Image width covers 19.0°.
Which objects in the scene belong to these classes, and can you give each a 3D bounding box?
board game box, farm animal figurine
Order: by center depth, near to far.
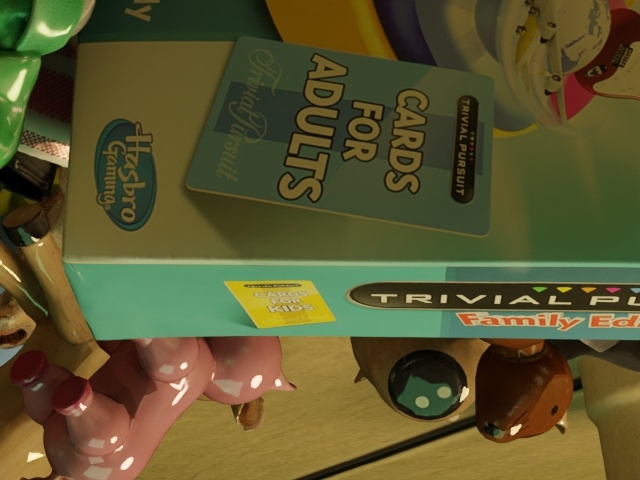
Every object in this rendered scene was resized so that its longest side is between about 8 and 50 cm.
[{"bbox_3d":[0.094,-0.097,0.629,0.336,0.253,0.079,0,159,2],"label":"board game box"},{"bbox_3d":[0.000,0.000,0.818,0.330,0.326,0.172,-13,132,27],"label":"farm animal figurine"}]

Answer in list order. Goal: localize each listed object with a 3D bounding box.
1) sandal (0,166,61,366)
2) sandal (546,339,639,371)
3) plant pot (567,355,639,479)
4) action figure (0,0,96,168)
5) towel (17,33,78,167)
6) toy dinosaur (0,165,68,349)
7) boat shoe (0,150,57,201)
[{"bbox_3d":[-0.207,0.027,1.269,0.317,0.138,0.126,-4,160,10],"label":"sandal"},{"bbox_3d":[0.192,0.046,1.388,0.054,0.097,0.254,-13,168,42],"label":"sandal"},{"bbox_3d":[0.377,0.237,1.625,0.334,0.305,0.334,1,164,0],"label":"plant pot"},{"bbox_3d":[-0.100,-0.129,0.576,0.137,0.232,0.063,-3,163,16],"label":"action figure"},{"bbox_3d":[-0.115,-0.121,0.662,0.029,0.197,0.144,-21,153,37],"label":"towel"},{"bbox_3d":[-0.071,-0.028,1.104,0.296,0.127,0.200,-7,161,12],"label":"toy dinosaur"},{"bbox_3d":[-0.213,-0.058,1.146,0.049,0.040,0.142,-15,157,43],"label":"boat shoe"}]
